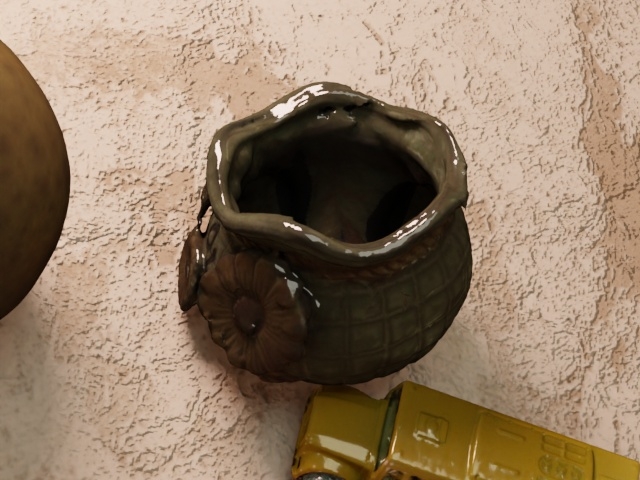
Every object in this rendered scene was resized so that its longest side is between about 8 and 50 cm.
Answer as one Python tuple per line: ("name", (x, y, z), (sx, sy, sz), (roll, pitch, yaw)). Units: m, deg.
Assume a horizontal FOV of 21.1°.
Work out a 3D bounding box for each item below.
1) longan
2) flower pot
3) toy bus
("longan", (-0.378, -0.055, 1.569), (0.319, 0.319, 0.319), (9, 57, -14))
("flower pot", (0.000, 0.000, 1.702), (0.302, 0.213, 0.301), (0, 39, 0))
("toy bus", (0.145, 0.230, 1.696), (0.336, 0.123, 0.121), (20, 55, -7))
